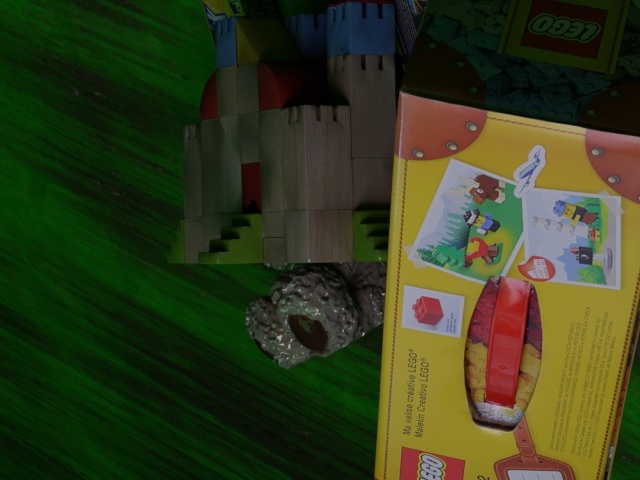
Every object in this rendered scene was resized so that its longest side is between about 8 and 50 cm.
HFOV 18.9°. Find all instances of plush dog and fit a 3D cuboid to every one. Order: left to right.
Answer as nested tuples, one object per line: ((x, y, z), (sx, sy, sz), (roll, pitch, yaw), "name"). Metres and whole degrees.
((0.000, 0.000, 2.145), (0.225, 0.211, 0.262), (61, 165, 1), "plush dog")

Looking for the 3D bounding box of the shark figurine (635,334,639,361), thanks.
((0.319, 0.084, 1.909), (0.116, 0.166, 0.278), (-12, 156, 20), "shark figurine")

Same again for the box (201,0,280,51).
((-0.083, -0.244, 2.002), (0.059, 0.054, 0.169), (23, 146, 29), "box")

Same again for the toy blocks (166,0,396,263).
((-0.036, -0.108, 1.880), (0.381, 0.191, 0.261), (-2, 89, 63), "toy blocks")

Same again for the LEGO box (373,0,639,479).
((0.180, -0.043, 1.545), (0.193, 0.372, 0.500), (11, 138, 9), "LEGO box")

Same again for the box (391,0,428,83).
((0.154, -0.202, 1.770), (0.216, 0.060, 0.270), (18, 144, 37), "box")
